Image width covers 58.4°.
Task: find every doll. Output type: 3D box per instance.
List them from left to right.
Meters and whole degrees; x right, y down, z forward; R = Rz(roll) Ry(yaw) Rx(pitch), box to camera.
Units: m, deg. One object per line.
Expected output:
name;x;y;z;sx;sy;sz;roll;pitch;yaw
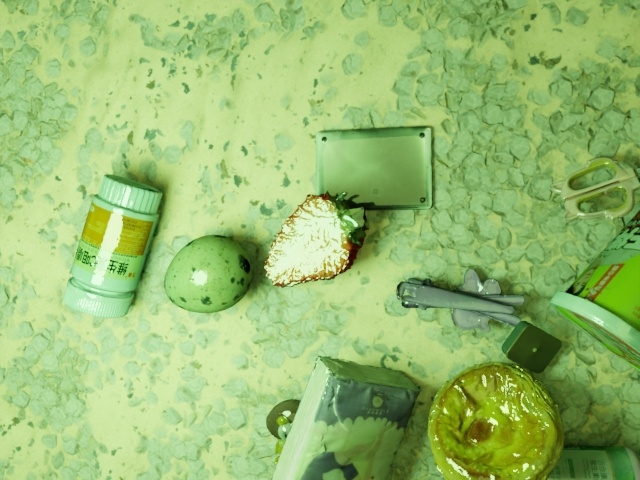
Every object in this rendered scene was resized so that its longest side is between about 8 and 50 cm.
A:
doll;-0.052;0.458;1.342;0.145;0.096;0.188;-4;103;16

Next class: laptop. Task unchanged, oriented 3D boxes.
laptop;0.121;-0.163;1.312;0.268;0.015;0.188;0;93;11

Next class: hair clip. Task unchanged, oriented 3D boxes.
hair clip;0.301;0.125;1.263;0.278;0.090;0.137;10;82;2

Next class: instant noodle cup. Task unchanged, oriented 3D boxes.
instant noodle cup;0.661;0.084;1.105;0.293;0.294;0.308;38;92;7

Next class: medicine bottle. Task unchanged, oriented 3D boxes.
medicine bottle;-0.492;0.010;1.369;0.158;0.158;0.318;20;96;9
medicine bottle;0.582;0.499;1.199;0.274;0.133;0.134;-3;92;10

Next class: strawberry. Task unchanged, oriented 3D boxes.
strawberry;0.000;0.000;1.306;0.286;0.106;0.188;-36;81;23

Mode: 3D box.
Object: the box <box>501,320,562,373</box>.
box;0.453;0.228;1.231;0.126;0.031;0.091;27;101;-27

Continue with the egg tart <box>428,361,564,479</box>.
egg tart;0.368;0.403;1.209;0.294;0.116;0.295;-15;48;17

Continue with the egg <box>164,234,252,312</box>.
egg;-0.263;0.082;1.321;0.228;0.177;0.177;-22;89;27

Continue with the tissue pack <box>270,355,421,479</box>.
tissue pack;0.051;0.443;1.258;0.242;0.125;0.344;16;98;-27

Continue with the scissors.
scissors;0.638;-0.129;1.157;0.317;0.024;0.160;-21;52;23
